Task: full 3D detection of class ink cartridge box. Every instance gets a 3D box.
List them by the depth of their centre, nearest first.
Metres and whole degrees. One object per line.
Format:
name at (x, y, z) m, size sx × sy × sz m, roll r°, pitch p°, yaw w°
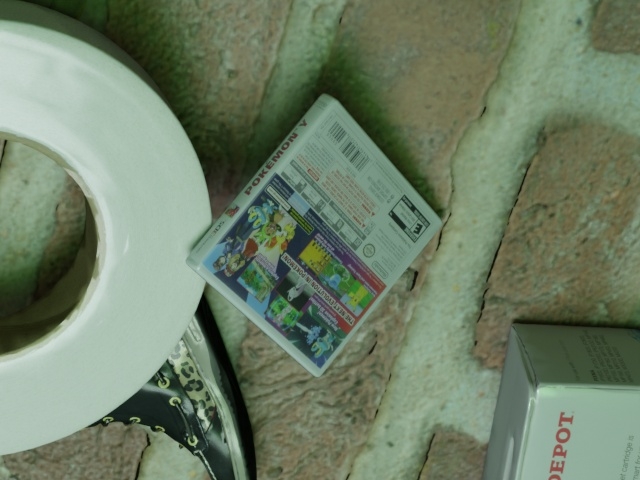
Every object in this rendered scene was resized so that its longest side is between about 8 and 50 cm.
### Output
ink cartridge box at (0.320, 0.206, 1.525) m, size 0.306 × 0.131 × 0.226 m, roll 5°, pitch 115°, yaw -6°

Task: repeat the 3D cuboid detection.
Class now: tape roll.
tape roll at (-0.283, -0.004, 1.302) m, size 0.392 × 0.072 × 0.392 m, roll -7°, pitch 117°, yaw -14°

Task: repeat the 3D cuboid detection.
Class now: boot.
boot at (-0.164, 0.159, 1.483) m, size 0.178 × 0.085 × 0.236 m, roll -16°, pitch 108°, yaw 4°

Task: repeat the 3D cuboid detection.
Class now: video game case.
video game case at (0.000, 0.000, 1.385) m, size 0.183 × 0.023 × 0.201 m, roll -51°, pitch 136°, yaw -6°

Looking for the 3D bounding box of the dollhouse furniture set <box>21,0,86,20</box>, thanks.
dollhouse furniture set at (-0.340, -0.242, 1.291) m, size 0.301 × 0.151 × 0.197 m, roll 8°, pitch 136°, yaw -28°
